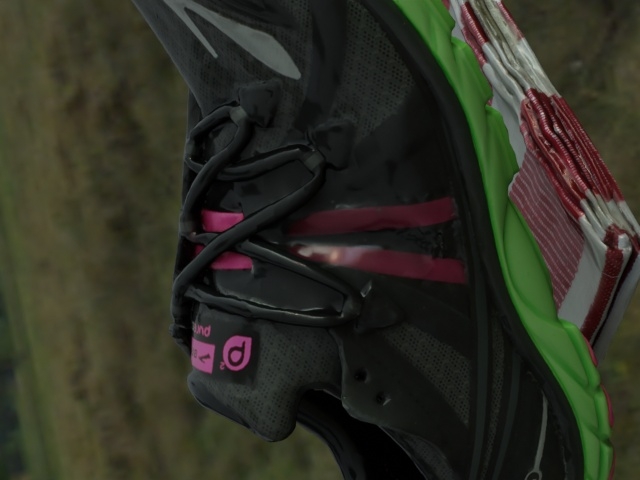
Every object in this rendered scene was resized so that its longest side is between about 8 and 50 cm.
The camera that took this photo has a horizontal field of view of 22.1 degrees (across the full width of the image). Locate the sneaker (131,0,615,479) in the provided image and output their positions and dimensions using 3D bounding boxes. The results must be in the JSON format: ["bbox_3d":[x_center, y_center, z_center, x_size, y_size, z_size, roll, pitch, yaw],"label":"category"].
[{"bbox_3d":[0.000,0.000,0.914,0.483,0.202,0.185,61,157,-13],"label":"sneaker"}]

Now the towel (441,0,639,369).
[{"bbox_3d":[0.098,-0.050,1.085,0.237,0.037,0.329,100,149,-54],"label":"towel"}]
